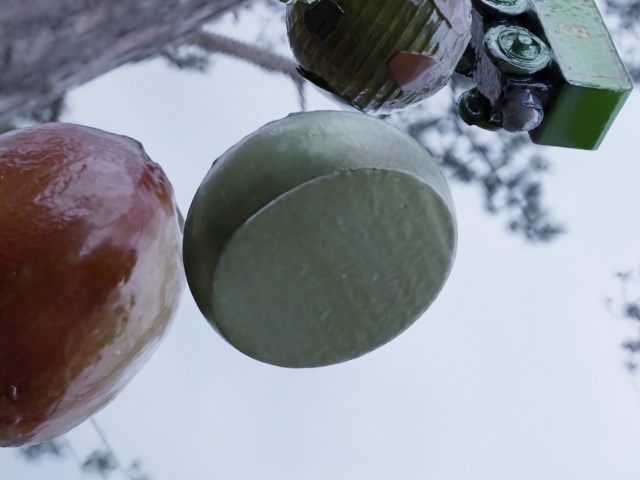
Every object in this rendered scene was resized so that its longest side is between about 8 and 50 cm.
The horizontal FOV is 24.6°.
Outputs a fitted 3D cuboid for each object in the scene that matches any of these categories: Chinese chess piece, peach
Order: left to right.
[{"bbox_3d":[-0.297,0.038,1.553,0.290,0.373,0.372,38,-24,2],"label":"peach"},{"bbox_3d":[0.000,0.000,1.316,0.101,0.250,0.250,-116,-167,-45],"label":"Chinese chess piece"}]

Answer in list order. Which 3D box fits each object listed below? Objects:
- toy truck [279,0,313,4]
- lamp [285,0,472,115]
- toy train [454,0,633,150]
[{"bbox_3d":[0.005,-0.257,1.070,0.085,0.116,0.191,40,-53,-1],"label":"toy truck"},{"bbox_3d":[0.055,-0.297,1.851,0.284,0.250,0.250,34,-23,-2],"label":"lamp"},{"bbox_3d":[0.329,-0.285,2.272,0.173,0.248,0.307,112,-26,-44],"label":"toy train"}]
